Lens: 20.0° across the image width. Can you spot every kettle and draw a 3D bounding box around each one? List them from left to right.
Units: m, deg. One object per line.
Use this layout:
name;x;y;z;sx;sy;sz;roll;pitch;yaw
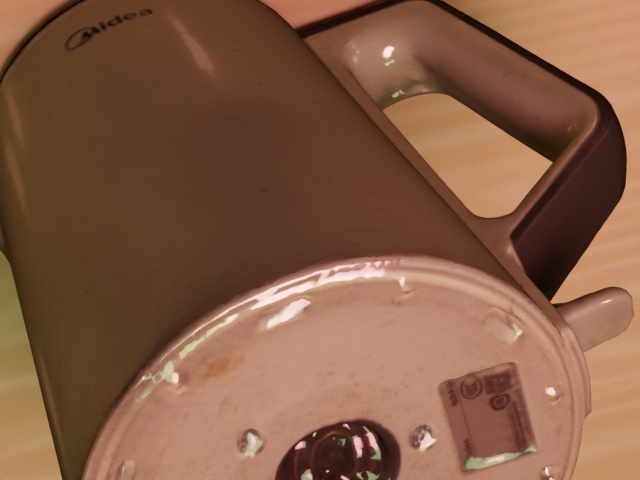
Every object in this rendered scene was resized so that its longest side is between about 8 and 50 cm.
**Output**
kettle;0.000;0.000;1.009;0.361;0.376;0.250;-26;126;-5
